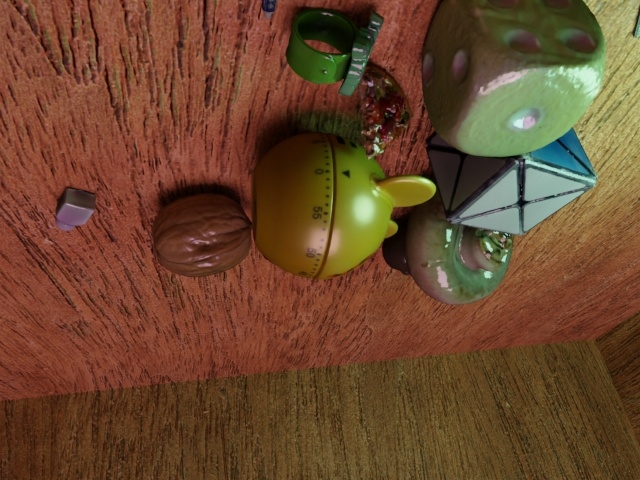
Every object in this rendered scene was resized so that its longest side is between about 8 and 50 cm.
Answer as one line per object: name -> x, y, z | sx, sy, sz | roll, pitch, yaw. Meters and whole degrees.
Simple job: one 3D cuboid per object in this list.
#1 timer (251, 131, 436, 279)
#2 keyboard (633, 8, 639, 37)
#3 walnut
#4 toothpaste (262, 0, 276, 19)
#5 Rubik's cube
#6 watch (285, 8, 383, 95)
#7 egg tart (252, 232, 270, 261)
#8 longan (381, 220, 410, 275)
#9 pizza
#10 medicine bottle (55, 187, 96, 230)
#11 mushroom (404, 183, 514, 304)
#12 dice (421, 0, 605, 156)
timer -> 0.035, -0.080, 1.280 | 0.388, 0.375, 0.376 | 1, 149, -12
keyboard -> 0.671, -0.480, 1.100 | 0.056, 0.014, 0.176 | -13, 151, 12
walnut -> -0.304, -0.013, 1.432 | 0.261, 0.224, 0.225 | -13, 151, -5
toothpaste -> -0.083, -0.437, 0.936 | 0.037, 0.021, 0.140 | -1, 148, -13
Rubik's cube -> 0.436, -0.188, 1.306 | 0.260, 0.259, 0.255 | 11, 144, -26
watch -> 0.019, -0.357, 1.015 | 0.152, 0.165, 0.131 | 20, 148, -2
egg tart -> -0.072, -0.020, 1.516 | 0.216, 0.215, 0.171 | -11, 165, 1
longan -> 0.283, 0.022, 1.715 | 0.190, 0.189, 0.189 | -8, 151, -4
pizza -> 0.140, -0.257, 1.155 | 0.053, 0.193, 0.201 | 0, 167, 39
medicine bottle -> -0.619, -0.074, 1.379 | 0.074, 0.054, 0.118 | 14, 142, -37
mushroom -> 0.409, 0.006, 1.520 | 0.363, 0.361, 0.295 | 15, 175, -38
dice -> 0.345, -0.321, 1.037 | 0.252, 0.249, 0.254 | -2, 150, -12
